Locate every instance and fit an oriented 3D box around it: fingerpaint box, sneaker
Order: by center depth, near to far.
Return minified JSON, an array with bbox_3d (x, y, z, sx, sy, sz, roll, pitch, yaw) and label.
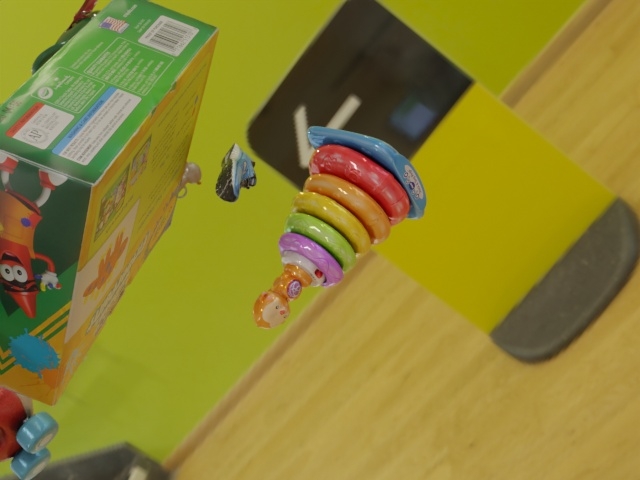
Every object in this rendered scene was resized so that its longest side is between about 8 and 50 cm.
[{"bbox_3d":[-0.314,-0.070,1.371,0.445,0.163,0.371,-68,-2,-52],"label":"fingerpaint box"},{"bbox_3d":[-0.151,-0.124,1.942,0.063,0.073,0.162,-50,20,32],"label":"sneaker"}]

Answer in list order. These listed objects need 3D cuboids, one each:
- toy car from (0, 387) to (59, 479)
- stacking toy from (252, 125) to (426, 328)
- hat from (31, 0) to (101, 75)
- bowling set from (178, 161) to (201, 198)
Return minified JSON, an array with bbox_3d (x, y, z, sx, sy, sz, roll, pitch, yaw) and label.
[{"bbox_3d":[-0.633,0.354,1.810,0.238,0.219,0.210,-37,-17,-41],"label":"toy car"},{"bbox_3d":[0.000,0.000,1.424,0.165,0.175,0.302,18,63,39],"label":"stacking toy"},{"bbox_3d":[-0.383,-0.364,1.681,0.208,0.173,0.184,-17,71,10],"label":"hat"},{"bbox_3d":[-0.397,-0.214,2.162,0.154,0.287,0.200,-36,29,-15],"label":"bowling set"}]
